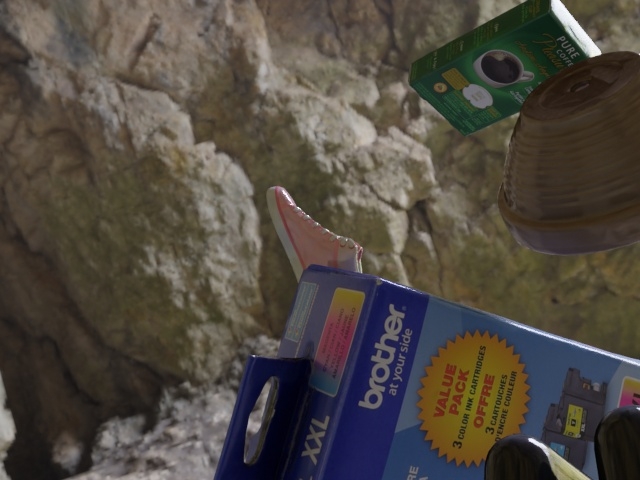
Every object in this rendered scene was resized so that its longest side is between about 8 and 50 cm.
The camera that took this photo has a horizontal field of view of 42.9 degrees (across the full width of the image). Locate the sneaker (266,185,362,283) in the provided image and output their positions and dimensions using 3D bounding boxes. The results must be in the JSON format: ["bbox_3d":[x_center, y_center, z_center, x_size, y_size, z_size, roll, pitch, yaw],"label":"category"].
[{"bbox_3d":[0.000,0.000,0.783,0.070,0.134,0.051,-24,-12,8],"label":"sneaker"}]

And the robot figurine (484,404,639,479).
[{"bbox_3d":[0.122,0.208,0.309,0.174,0.278,0.209,11,-38,-3],"label":"robot figurine"}]

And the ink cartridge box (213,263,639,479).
[{"bbox_3d":[0.091,0.186,0.711,0.396,0.270,0.151,18,-6,-22],"label":"ink cartridge box"}]

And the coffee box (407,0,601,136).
[{"bbox_3d":[0.204,-0.192,0.909,0.184,0.040,0.113,-23,-46,41],"label":"coffee box"}]

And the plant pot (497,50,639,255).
[{"bbox_3d":[0.265,-0.100,0.767,0.237,0.109,0.237,-28,24,14],"label":"plant pot"}]
